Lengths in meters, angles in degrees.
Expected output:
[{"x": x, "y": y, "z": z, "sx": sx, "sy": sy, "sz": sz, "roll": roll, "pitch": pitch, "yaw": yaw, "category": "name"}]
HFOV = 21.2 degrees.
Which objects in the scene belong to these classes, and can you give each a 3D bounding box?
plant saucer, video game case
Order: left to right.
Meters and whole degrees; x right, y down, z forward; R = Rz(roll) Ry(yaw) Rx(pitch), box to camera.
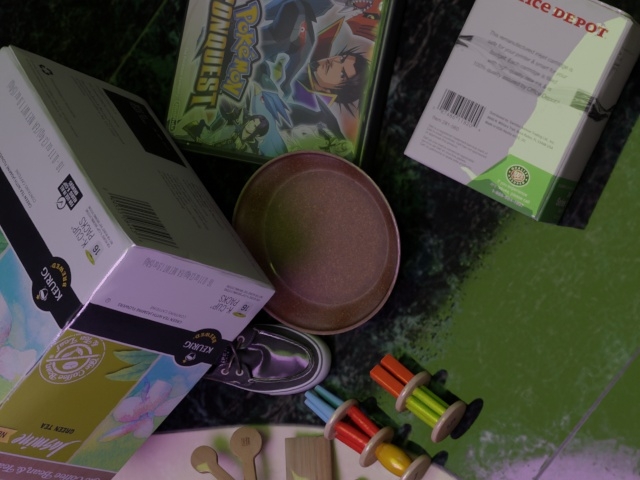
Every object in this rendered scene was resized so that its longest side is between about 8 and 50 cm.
[{"x": -0.038, "y": -0.215, "z": 1.859, "sx": 0.248, "sy": 0.035, "sz": 0.274, "roll": 12, "pitch": 92, "yaw": 24, "category": "video game case"}, {"x": 0.000, "y": 0.000, "z": 1.813, "sx": 0.199, "sy": 0.036, "sz": 0.198, "roll": 5, "pitch": 103, "yaw": 25, "category": "plant saucer"}]

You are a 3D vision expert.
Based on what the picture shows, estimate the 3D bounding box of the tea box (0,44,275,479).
[{"x": -0.283, "y": 0.036, "z": 1.801, "sx": 0.323, "sy": 0.220, "sz": 0.329, "roll": -50, "pitch": 52, "yaw": 18, "category": "tea box"}]

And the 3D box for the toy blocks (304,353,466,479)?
[{"x": 0.062, "y": 0.174, "z": 1.784, "sx": 0.148, "sy": 0.054, "sz": 0.123, "roll": 36, "pitch": 102, "yaw": 21, "category": "toy blocks"}]

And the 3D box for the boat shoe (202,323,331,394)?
[{"x": -0.104, "y": 0.118, "z": 1.847, "sx": 0.228, "sy": 0.076, "sz": 0.080, "roll": 11, "pitch": 92, "yaw": 24, "category": "boat shoe"}]

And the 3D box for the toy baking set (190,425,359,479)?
[{"x": -0.070, "y": 0.315, "z": 1.813, "sx": 0.197, "sy": 0.030, "sz": 0.256, "roll": 18, "pitch": 75, "yaw": 18, "category": "toy baking set"}]

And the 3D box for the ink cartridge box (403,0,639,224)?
[{"x": 0.208, "y": -0.148, "z": 1.715, "sx": 0.160, "sy": 0.092, "sz": 0.219, "roll": 29, "pitch": 98, "yaw": 22, "category": "ink cartridge box"}]
